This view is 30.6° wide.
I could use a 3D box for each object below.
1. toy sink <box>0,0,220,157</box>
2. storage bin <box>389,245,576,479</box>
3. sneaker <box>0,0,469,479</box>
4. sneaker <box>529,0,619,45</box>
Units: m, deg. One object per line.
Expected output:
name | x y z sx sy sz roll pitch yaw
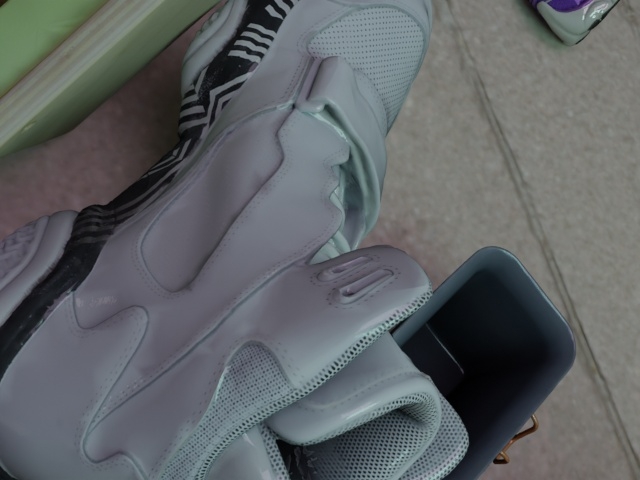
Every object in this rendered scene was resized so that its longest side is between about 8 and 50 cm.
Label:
toy sink | -0.164 -0.179 0.560 0.234 0.152 0.131 52 17 -4
storage bin | 0.066 0.083 0.657 0.135 0.091 0.098 -41 95 -32
sneaker | 0.000 0.000 0.568 0.366 0.210 0.137 -49 143 -28
sneaker | 0.205 -0.219 0.856 0.071 0.068 0.170 41 59 -3
